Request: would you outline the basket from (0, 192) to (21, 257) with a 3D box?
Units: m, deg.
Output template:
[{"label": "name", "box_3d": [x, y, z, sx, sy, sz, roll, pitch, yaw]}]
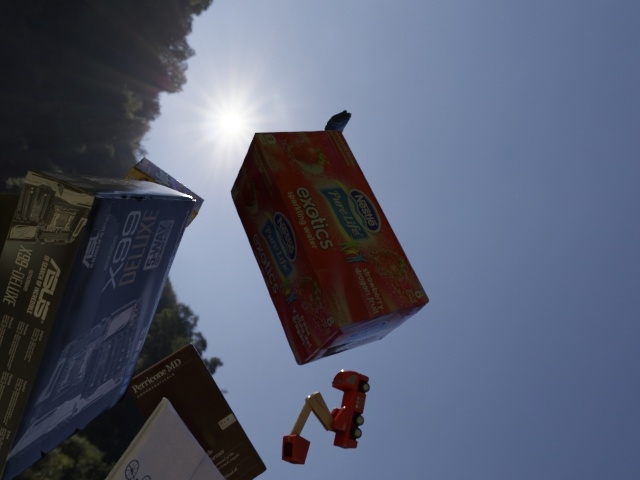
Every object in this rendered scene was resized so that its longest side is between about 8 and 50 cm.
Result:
[{"label": "basket", "box_3d": [-0.476, 0.044, 0.785, 0.227, 0.204, 0.154, 56, -38, 39]}]

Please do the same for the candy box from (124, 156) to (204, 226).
[{"label": "candy box", "box_3d": [-0.386, -0.122, 1.287, 0.053, 0.187, 0.109, -50, -163, 16]}]

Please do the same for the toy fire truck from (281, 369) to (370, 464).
[{"label": "toy fire truck", "box_3d": [0.013, 0.324, 0.956, 0.047, 0.135, 0.192, -34, -145, 54]}]

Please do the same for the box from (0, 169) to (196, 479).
[{"label": "box", "box_3d": [-0.271, 0.078, 0.597, 0.076, 0.242, 0.307, 22, -84, 6]}]

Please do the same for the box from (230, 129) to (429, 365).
[{"label": "box", "box_3d": [0.000, 0.000, 0.625, 0.122, 0.128, 0.257, -53, -126, 50]}]

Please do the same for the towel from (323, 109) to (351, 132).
[{"label": "towel", "box_3d": [0.029, -0.262, 1.252, 0.029, 0.067, 0.119, 51, -35, 9]}]

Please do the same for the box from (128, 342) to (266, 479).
[{"label": "box", "box_3d": [-0.319, 0.475, 1.335, 0.381, 0.191, 0.143, 58, -19, 2]}]

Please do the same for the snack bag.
[{"label": "snack bag", "box_3d": [-0.298, 0.530, 0.961, 0.037, 0.323, 0.342, -3, -55, 28]}]
